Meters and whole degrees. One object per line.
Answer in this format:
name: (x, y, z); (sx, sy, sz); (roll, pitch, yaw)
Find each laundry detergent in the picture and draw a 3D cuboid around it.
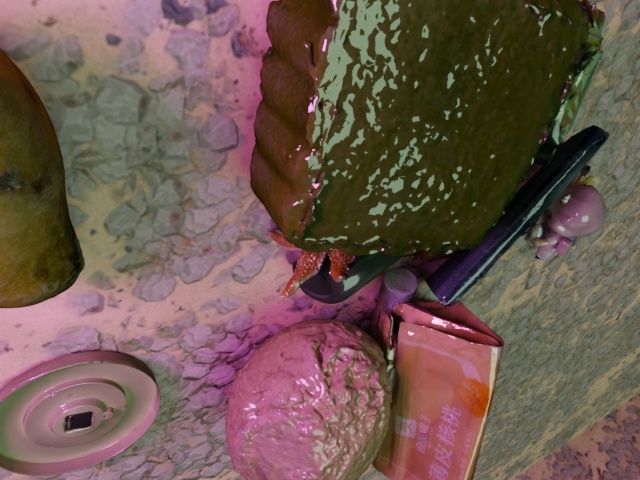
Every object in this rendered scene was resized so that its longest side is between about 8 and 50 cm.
laundry detergent: (0.073, 0.008, 0.763); (0.222, 0.144, 0.078); (-33, 105, -27)

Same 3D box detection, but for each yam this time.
yam: (0.130, 0.136, 0.952); (0.069, 0.068, 0.169); (-10, 129, -29)

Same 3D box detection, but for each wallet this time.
wallet: (0.333, -0.039, 0.893); (0.379, 0.046, 0.191); (-48, 177, 7)

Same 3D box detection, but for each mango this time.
mango: (-0.316, -0.050, 0.422); (0.177, 0.175, 0.329); (10, 146, -6)

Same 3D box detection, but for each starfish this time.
starfish: (0.000, 0.000, 0.683); (0.208, 0.176, 0.053); (-48, 129, -49)

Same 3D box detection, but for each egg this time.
egg: (-0.022, 0.271, 0.818); (0.279, 0.279, 0.310); (6, 113, -39)

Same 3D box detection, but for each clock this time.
clock: (-0.352, 0.255, 0.735); (0.235, 0.029, 0.234); (-19, 134, -22)

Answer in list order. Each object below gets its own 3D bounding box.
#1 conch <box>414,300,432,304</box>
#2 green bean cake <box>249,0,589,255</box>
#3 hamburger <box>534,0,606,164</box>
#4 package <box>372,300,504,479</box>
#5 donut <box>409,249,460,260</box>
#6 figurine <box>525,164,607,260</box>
conch: (0.218, 0.177, 1.032); (0.176, 0.104, 0.094); (-9, 158, -34)
green bean cake: (0.088, -0.163, 0.581); (0.319, 0.218, 0.334); (3, 117, -28)
hamburger: (0.298, -0.219, 0.689); (0.235, 0.125, 0.214); (-42, 154, -61)
package: (0.171, 0.273, 0.875); (0.165, 0.221, 0.310); (5, 105, -10)
donut: (0.228, -0.055, 0.847); (0.141, 0.085, 0.217); (4, 120, -37)
figurine: (0.515, -0.041, 1.052); (0.138, 0.112, 0.228); (-22, 145, -26)
